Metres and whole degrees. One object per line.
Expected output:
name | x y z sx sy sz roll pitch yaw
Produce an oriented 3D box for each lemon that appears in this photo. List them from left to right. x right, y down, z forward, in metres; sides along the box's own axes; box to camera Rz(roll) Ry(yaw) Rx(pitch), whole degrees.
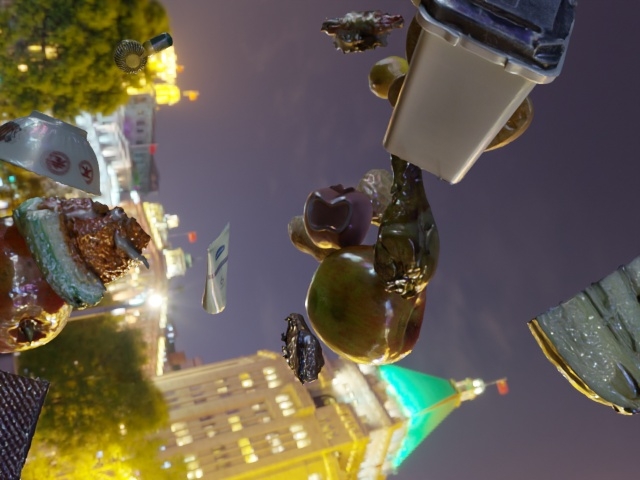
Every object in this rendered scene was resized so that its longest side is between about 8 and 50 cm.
lemon | 0.190 -0.436 1.760 0.109 0.133 0.109 47 -28 34

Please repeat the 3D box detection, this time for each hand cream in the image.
hand cream | -0.291 0.088 1.819 0.067 0.109 0.320 24 -42 11

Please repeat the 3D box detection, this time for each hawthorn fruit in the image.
hawthorn fruit | -0.879 0.150 1.878 0.403 0.403 0.402 171 -90 -66

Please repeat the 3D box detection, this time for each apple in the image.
apple | 0.128 0.174 1.833 0.340 0.340 0.339 171 -90 -66

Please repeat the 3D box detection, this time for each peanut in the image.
peanut | 0.208 -0.107 2.032 0.110 0.233 0.196 -38 -157 50

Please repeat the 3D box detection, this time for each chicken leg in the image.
chicken leg | 0.203 -0.076 1.549 0.153 0.201 0.428 0 -90 24

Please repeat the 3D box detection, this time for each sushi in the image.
sushi | 0.104 -0.539 1.696 0.226 0.097 0.103 -2 -69 24

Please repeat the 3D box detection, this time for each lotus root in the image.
lotus root | 0.585 0.205 1.285 0.260 0.267 0.149 59 -7 15

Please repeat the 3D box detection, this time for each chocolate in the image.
chocolate | -0.037 0.205 1.310 0.329 0.065 0.102 -171 -98 -82
chocolate | 0.000 0.000 2.174 0.309 0.134 0.134 31 -54 49

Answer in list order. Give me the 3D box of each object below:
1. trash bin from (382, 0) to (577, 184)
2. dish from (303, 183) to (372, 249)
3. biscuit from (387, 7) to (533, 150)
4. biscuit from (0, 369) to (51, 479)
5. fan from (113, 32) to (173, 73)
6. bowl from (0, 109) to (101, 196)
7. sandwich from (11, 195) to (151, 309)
trash bin | 0.250 -0.314 1.212 0.367 0.296 0.255 113 3 -51
dish | 0.037 -0.071 1.884 0.214 0.090 0.213 -2 -95 22
biscuit | 0.288 -0.345 1.421 0.288 0.057 0.343 -22 -83 23
biscuit | -0.552 0.341 1.126 0.070 0.106 0.252 -37 -142 50
fan | -0.442 -0.475 1.651 0.039 0.155 0.082 53 -10 43
bowl | -0.728 -0.251 1.773 0.337 0.337 0.157 20 -91 63
sandwich | -0.361 -0.001 1.019 0.184 0.160 0.109 61 -10 -28
